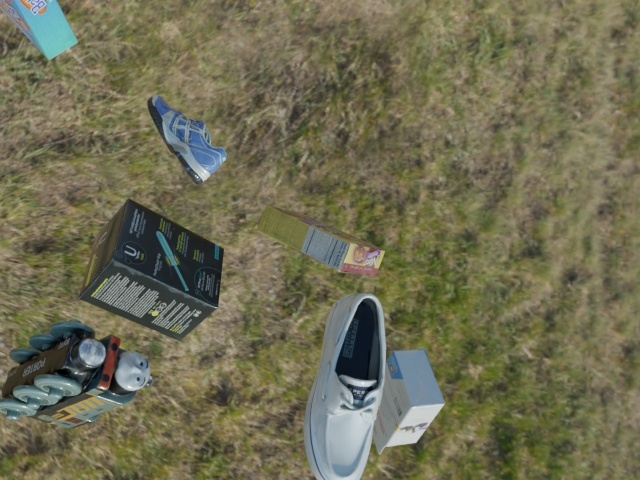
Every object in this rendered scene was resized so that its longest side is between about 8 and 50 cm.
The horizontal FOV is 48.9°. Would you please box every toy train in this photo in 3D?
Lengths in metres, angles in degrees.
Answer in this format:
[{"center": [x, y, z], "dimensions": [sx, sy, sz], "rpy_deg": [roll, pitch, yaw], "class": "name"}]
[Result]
[{"center": [-0.446, 0.250, 1.267], "dimensions": [0.190, 0.334, 0.142], "rpy_deg": [28, 51, -34], "class": "toy train"}]

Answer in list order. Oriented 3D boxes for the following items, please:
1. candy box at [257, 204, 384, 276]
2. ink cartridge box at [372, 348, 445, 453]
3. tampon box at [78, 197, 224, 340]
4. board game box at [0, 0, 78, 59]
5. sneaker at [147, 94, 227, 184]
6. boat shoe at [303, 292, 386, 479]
[{"center": [0.000, 0.000, 1.162], "dimensions": [0.109, 0.187, 0.053], "rpy_deg": [12, 102, -55], "class": "candy box"}, {"center": [0.136, 0.274, 1.185], "dimensions": [0.062, 0.181, 0.104], "rpy_deg": [-1, 51, -18], "class": "ink cartridge box"}, {"center": [-0.232, 0.044, 0.984], "dimensions": [0.161, 0.101, 0.120], "rpy_deg": [30, 37, -27], "class": "tampon box"}, {"center": [-0.373, -0.330, 0.801], "dimensions": [0.047, 0.210, 0.160], "rpy_deg": [-40, 65, -15], "class": "board game box"}, {"center": [-0.258, -0.201, 1.343], "dimensions": [0.081, 0.080, 0.211], "rpy_deg": [-35, 73, -9], "class": "sneaker"}, {"center": [0.036, 0.193, 0.914], "dimensions": [0.095, 0.084, 0.258], "rpy_deg": [7, 75, -15], "class": "boat shoe"}]
